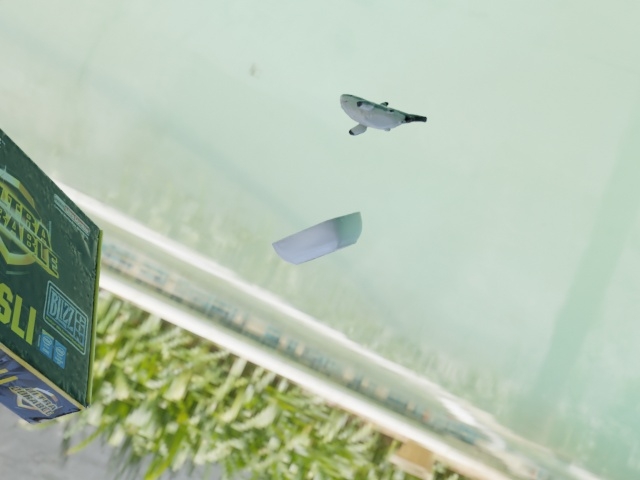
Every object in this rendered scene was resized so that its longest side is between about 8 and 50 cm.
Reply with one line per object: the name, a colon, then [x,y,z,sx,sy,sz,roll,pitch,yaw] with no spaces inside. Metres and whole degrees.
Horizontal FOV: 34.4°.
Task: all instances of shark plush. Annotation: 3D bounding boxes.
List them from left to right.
shark plush: [0.117,-0.241,1.891,0.161,0.067,0.073,-2,130,-3]

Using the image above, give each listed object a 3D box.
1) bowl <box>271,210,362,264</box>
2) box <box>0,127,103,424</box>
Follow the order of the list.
bowl: [0.000,0.000,1.788,0.142,0.053,0.142,-20,178,25]
box: [-0.350,0.006,1.068,0.079,0.257,0.322,-18,138,17]
